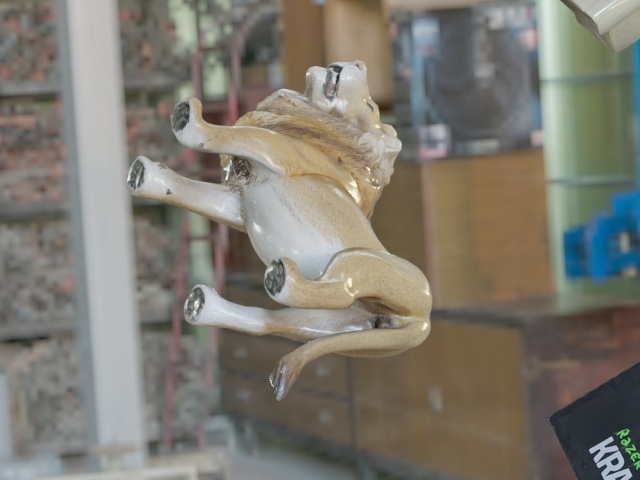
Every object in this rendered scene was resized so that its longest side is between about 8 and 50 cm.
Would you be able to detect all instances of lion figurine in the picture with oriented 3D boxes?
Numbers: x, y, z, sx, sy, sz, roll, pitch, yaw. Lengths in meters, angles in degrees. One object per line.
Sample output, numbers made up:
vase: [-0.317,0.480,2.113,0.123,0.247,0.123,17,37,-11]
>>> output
lion figurine: [0.000,0.000,1.499,0.240,0.142,0.392,15,36,-33]

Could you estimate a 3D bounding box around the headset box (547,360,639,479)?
headset box: [0.295,0.129,0.928,0.283,0.131,0.246,-32,42,9]

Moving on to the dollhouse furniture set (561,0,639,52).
dollhouse furniture set: [0.167,-0.314,0.903,0.355,0.174,0.303,-37,48,-6]
